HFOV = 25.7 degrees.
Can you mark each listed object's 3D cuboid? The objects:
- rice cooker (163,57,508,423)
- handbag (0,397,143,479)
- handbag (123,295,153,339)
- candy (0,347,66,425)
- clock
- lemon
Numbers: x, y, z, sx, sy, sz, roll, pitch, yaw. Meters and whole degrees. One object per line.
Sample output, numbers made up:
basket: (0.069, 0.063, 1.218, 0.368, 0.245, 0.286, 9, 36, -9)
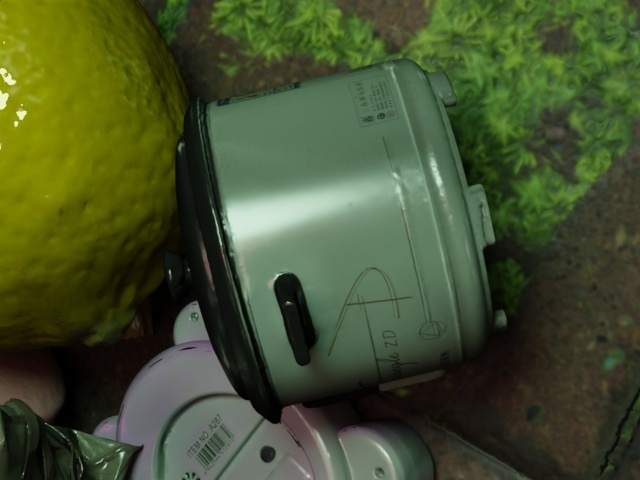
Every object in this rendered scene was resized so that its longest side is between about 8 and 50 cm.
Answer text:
rice cooker: (0.000, 0.000, 1.003, 0.227, 0.280, 0.241, -14, 115, 0)
handbag: (-0.244, 0.183, 1.034, 0.182, 0.270, 0.117, -37, 65, 0)
handbag: (-0.188, 0.059, 1.227, 0.083, 0.027, 0.061, -6, 88, 24)
candy: (-0.340, 0.100, 1.184, 0.255, 0.255, 0.094, 39, 107, 19)
clock: (-0.058, 0.186, 1.138, 0.248, 0.090, 0.227, 43, 107, 20)
lemon: (-0.252, -0.079, 1.098, 0.336, 0.336, 0.336, 1, 91, 25)
